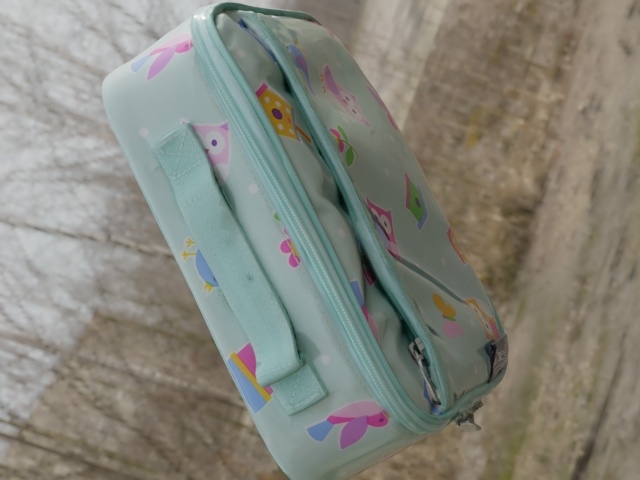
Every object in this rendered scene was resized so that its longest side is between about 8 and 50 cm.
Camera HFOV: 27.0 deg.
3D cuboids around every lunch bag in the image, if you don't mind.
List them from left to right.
[{"bbox_3d":[0.000,0.000,0.774,0.108,0.279,0.224,-31,-7,19],"label":"lunch bag"}]
